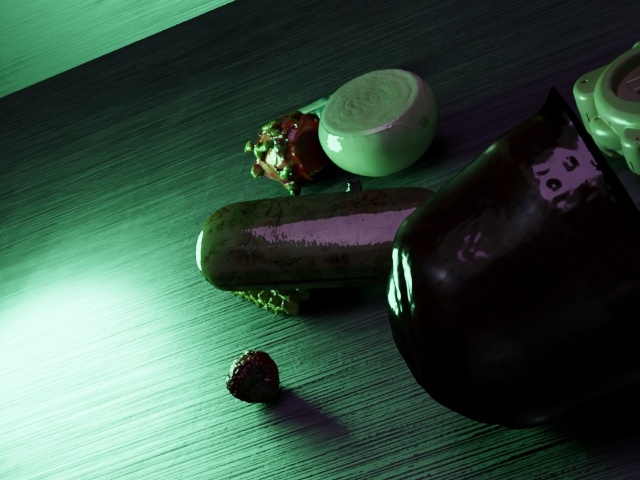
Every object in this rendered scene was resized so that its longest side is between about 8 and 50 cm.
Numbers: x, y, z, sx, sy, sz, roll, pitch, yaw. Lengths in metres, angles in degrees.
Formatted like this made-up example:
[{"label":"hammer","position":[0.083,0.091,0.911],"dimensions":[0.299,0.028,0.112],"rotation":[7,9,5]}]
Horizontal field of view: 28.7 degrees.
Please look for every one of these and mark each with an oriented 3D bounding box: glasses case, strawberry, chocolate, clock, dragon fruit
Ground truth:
[{"label":"glasses case","position":[0.000,0.000,2.009],"dimensions":[0.425,0.098,0.156],"rotation":[-4,54,21]},{"label":"strawberry","position":[-0.098,0.202,1.850],"dimensions":[0.083,0.083,0.096],"rotation":[-30,-3,-10]},{"label":"chocolate","position":[0.254,0.060,1.538],"dimensions":[0.331,0.384,0.384],"rotation":[-33,23,16]},{"label":"clock","position":[0.570,-0.224,2.010],"dimensions":[0.284,0.114,0.309],"rotation":[-20,28,7]},{"label":"dragon fruit","position":[-0.060,-0.167,2.438],"dimensions":[0.172,0.160,0.167],"rotation":[-7,65,63]}]

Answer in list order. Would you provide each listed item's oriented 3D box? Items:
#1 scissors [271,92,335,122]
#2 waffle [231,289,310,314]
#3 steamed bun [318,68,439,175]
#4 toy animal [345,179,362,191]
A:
[{"label":"scissors","position":[0.022,-0.293,2.702],"dimensions":[0.289,0.041,0.138],"rotation":[-22,24,-1]},{"label":"waffle","position":[-0.088,0.078,2.103],"dimensions":[0.192,0.046,0.161],"rotation":[-15,36,30]},{"label":"steamed bun","position":[0.116,-0.205,2.334],"dimensions":[0.231,0.145,0.232],"rotation":[-16,39,13]},{"label":"toy animal","position":[0.043,-0.037,2.136],"dimensions":[0.225,0.094,0.121],"rotation":[-24,-12,12]}]
